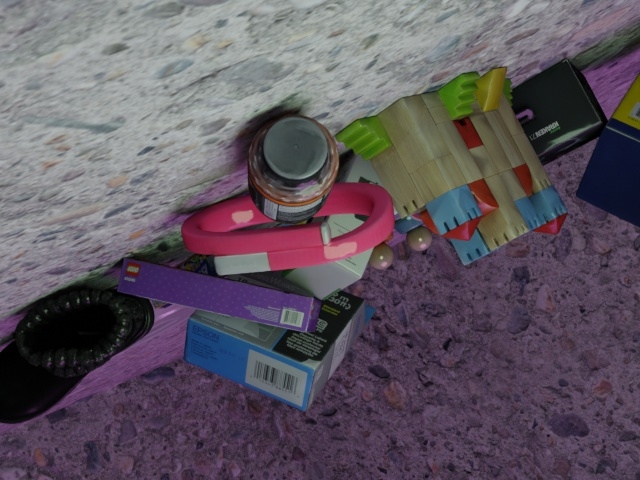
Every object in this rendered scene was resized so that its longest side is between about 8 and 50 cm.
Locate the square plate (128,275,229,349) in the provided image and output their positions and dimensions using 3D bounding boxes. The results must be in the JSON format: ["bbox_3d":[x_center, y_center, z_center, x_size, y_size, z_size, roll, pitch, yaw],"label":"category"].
[{"bbox_3d":[-0.379,0.180,2.134,0.347,0.049,0.344,-29,174,15],"label":"square plate"}]

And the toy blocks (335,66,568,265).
[{"bbox_3d":[0.223,-0.091,1.426,0.191,0.261,0.381,-32,172,39],"label":"toy blocks"}]

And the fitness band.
[{"bbox_3d":[-0.045,-0.023,1.293,0.291,0.054,0.209,-5,-159,14],"label":"fitness band"}]

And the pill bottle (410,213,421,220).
[{"bbox_3d":[0.257,-0.120,2.052,0.108,0.108,0.193,-24,173,-30],"label":"pill bottle"}]

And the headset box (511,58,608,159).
[{"bbox_3d":[0.394,-0.209,1.785,0.246,0.131,0.283,-29,174,21],"label":"headset box"}]

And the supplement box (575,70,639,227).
[{"bbox_3d":[0.657,-0.210,1.792,0.356,0.195,0.194,-51,160,-33],"label":"supplement box"}]

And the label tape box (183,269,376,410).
[{"bbox_3d":[-0.057,0.130,1.715,0.333,0.241,0.106,-49,154,-52],"label":"label tape box"}]

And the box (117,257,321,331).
[{"bbox_3d":[-0.151,0.088,1.510,0.293,0.057,0.201,12,175,4],"label":"box"}]

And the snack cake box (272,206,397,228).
[{"bbox_3d":[0.032,-0.032,1.924,0.264,0.089,0.152,-27,173,5],"label":"snack cake box"}]

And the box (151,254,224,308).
[{"bbox_3d":[-0.235,0.065,1.760,0.169,0.054,0.059,-27,174,7],"label":"box"}]

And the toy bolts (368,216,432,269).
[{"bbox_3d":[0.140,-0.016,2.189,0.228,0.158,0.218,-24,173,-27],"label":"toy bolts"}]

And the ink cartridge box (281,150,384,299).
[{"bbox_3d":[0.036,-0.029,1.501,0.153,0.087,0.208,-39,-156,61],"label":"ink cartridge box"}]

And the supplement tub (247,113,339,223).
[{"bbox_3d":[-0.033,-0.085,1.116,0.106,0.106,0.198,-26,173,-8],"label":"supplement tub"}]

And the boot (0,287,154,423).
[{"bbox_3d":[-0.432,0.184,1.520,0.348,0.131,0.260,-37,180,2],"label":"boot"}]
